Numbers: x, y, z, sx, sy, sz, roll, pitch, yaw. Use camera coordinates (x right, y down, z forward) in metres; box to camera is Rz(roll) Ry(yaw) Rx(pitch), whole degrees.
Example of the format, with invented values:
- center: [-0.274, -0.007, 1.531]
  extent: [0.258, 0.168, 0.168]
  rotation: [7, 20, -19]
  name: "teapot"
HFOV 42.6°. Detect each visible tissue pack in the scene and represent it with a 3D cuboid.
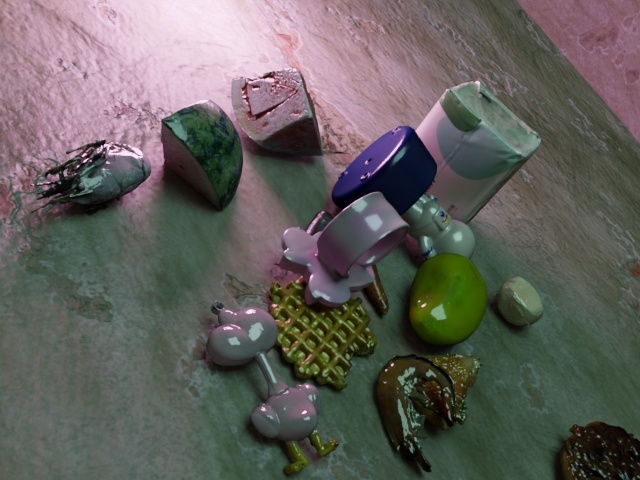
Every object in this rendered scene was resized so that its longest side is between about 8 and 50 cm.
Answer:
- center: [0.371, -0.215, 2.201]
  extent: [0.266, 0.356, 0.194]
  rotation: [46, 39, 11]
  name: "tissue pack"

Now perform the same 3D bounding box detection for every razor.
- center: [0.000, 0.000, 1.938]
  extent: [0.090, 0.054, 0.148]
  rotation: [38, 44, -4]
  name: "razor"

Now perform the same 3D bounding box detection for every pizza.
- center: [0.266, 0.323, 1.818]
  extent: [0.147, 0.069, 0.226]
  rotation: [22, 39, 9]
  name: "pizza"

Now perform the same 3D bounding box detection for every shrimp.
- center: [-0.472, -0.132, 1.657]
  extent: [0.145, 0.116, 0.343]
  rotation: [42, 31, 6]
  name: "shrimp"
- center: [0.210, 0.348, 1.707]
  extent: [0.173, 0.058, 0.253]
  rotation: [-19, 59, -9]
  name: "shrimp"

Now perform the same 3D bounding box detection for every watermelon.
- center: [-0.258, -0.208, 1.878]
  extent: [0.176, 0.256, 0.260]
  rotation: [6, 33, 34]
  name: "watermelon"
- center: [-0.072, -0.339, 2.111]
  extent: [0.262, 0.201, 0.213]
  rotation: [9, 54, -37]
  name: "watermelon"

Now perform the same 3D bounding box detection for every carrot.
- center: [0.119, 0.087, 1.950]
  extent: [0.061, 0.061, 0.209]
  rotation: [4, 53, -35]
  name: "carrot"

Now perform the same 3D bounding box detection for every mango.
- center: [0.303, 0.149, 1.953]
  extent: [0.185, 0.149, 0.273]
  rotation: [34, 43, -15]
  name: "mango"

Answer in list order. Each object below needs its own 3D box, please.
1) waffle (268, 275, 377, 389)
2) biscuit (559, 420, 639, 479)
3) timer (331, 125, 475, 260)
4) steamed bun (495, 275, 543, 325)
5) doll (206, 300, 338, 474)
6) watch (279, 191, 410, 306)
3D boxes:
- center: [0.009, 0.192, 1.758]
  extent: [0.291, 0.051, 0.291]
  rotation: [19, 42, -19]
  name: "waffle"
- center: [0.689, 0.562, 1.894]
  extent: [0.334, 0.081, 0.289]
  rotation: [16, 44, -19]
  name: "biscuit"
- center: [0.244, -0.069, 2.086]
  extent: [0.383, 0.270, 0.270]
  rotation: [46, 36, -15]
  name: "timer"
- center: [0.518, 0.165, 2.148]
  extent: [0.130, 0.091, 0.112]
  rotation: [50, 44, 11]
  name: "steamed bun"
- center: [-0.103, 0.260, 1.569]
  extent: [0.160, 0.094, 0.365]
  rotation: [-21, 64, -39]
  name: "doll"
- center: [0.061, -0.002, 1.780]
  extent: [0.248, 0.217, 0.211]
  rotation: [-17, 62, -50]
  name: "watch"
